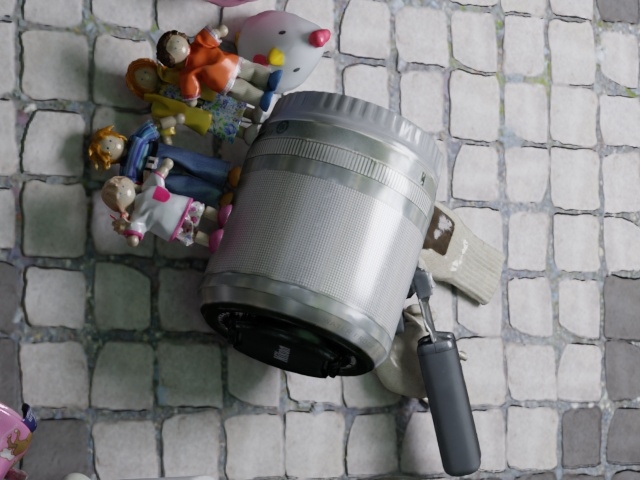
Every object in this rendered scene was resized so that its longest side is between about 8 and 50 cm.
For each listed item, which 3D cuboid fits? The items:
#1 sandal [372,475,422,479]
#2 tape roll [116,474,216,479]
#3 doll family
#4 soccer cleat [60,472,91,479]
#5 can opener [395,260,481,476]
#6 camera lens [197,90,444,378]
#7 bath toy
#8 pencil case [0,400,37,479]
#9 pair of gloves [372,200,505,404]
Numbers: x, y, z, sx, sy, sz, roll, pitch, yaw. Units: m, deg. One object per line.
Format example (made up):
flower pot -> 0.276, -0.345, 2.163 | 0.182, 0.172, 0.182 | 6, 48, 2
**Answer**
sandal -> 0.018, 0.373, 2.152 | 0.303, 0.086, 0.120 | -33, 81, -15
tape roll -> -0.156, 0.383, 1.920 | 0.286, 0.100, 0.286 | -4, 90, -76
doll family -> -0.160, -0.108, 2.046 | 0.163, 0.118, 0.263 | 21, 79, -8
soccer cleat -> -0.232, 0.340, 1.981 | 0.068, 0.076, 0.196 | -12, 92, -35
can opener -> 0.115, 0.140, 2.215 | 0.095, 0.076, 0.283 | -12, 95, 7
camera lens -> 0.000, 0.000, 2.085 | 0.219, 0.219, 0.274 | 28, 70, -29
bath toy -> -0.096, -0.323, 2.105 | 0.151, 0.129, 0.348 | -36, 107, -32
pencil case -> -0.405, 0.322, 1.817 | 0.167, 0.160, 0.386 | 22, 72, -10
pair of gloves -> 0.120, 0.067, 2.271 | 0.204, 0.042, 0.240 | 38, 67, -26
